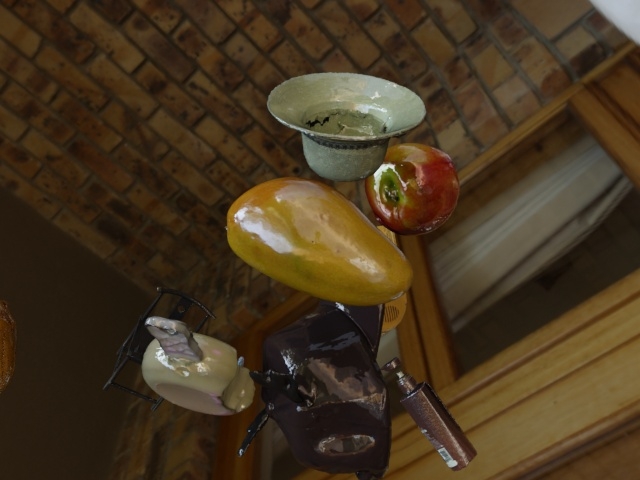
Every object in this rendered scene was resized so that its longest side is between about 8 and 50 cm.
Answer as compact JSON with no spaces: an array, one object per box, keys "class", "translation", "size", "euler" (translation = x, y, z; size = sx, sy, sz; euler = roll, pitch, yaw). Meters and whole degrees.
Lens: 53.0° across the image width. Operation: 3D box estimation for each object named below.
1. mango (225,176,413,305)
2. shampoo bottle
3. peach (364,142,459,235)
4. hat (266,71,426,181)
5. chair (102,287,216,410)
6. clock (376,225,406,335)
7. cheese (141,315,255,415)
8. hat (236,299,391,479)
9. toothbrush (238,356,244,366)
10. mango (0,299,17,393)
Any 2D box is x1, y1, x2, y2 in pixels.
[{"class":"mango","translation":[0.000,0.000,0.812],"size":[0.253,0.139,0.113],"euler":[23,166,13]},{"class":"shampoo bottle","translation":[0.207,0.331,1.248],"size":[0.236,0.068,0.067],"euler":[54,-148,7]},{"class":"peach","translation":[0.181,-0.099,1.239],"size":[0.197,0.197,0.197],"euler":[43,-157,-24]},{"class":"hat","translation":[0.038,-0.171,1.059],"size":[0.257,0.256,0.130],"euler":[-90,2,-54]},{"class":"chair","translation":[-0.376,0.255,1.505],"size":[0.154,0.260,0.141],"euler":[29,-150,-19]},{"class":"clock","translation":[0.122,0.127,1.849],"size":[0.244,0.200,0.317],"euler":[-9,-102,-33]},{"class":"cheese","translation":[-0.180,0.172,0.897],"size":[0.286,0.163,0.082],"euler":[89,-168,-62]},{"class":"hat","translation":[-0.028,0.177,0.935],"size":[0.208,0.238,0.337],"euler":[6,-112,-21]},{"class":"toothbrush","translation":[-0.199,0.344,1.499],"size":[0.013,0.193,0.019],"euler":[18,-147,5]},{"class":"mango","translation":[-0.371,0.118,0.716],"size":[0.063,0.077,0.127],"euler":[-6,-94,-23]}]
